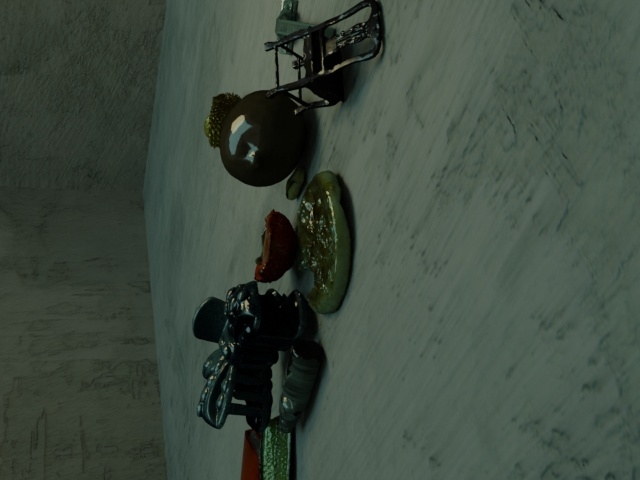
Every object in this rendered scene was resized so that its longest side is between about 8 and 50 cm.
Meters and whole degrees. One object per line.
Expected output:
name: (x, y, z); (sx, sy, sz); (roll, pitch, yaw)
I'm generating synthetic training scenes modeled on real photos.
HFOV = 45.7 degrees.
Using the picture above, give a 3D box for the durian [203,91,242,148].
durian: (-0.237, -0.310, 1.958); (0.208, 0.102, 0.146); (-76, 0, -63)

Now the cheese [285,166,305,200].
cheese: (-0.051, -0.113, 1.493); (0.083, 0.030, 0.044); (121, 166, -63)

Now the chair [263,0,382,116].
chair: (0.023, -0.294, 1.234); (0.229, 0.113, 0.106); (-11, 75, 32)

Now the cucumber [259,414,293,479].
cucumber: (-0.085, 0.443, 1.505); (0.046, 0.070, 0.220); (45, -136, -75)

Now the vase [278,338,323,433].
vase: (-0.045, 0.276, 1.397); (0.060, 0.060, 0.211); (-113, 31, -50)

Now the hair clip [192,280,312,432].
hair clip: (-0.136, 0.209, 1.475); (0.310, 0.194, 0.206); (-67, 29, 19)

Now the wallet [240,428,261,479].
wallet: (-0.149, 0.546, 1.702); (0.142, 0.045, 0.204); (-144, 58, -70)

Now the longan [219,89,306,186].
longan: (-0.109, -0.197, 1.461); (0.189, 0.189, 0.189); (-179, 90, -71)

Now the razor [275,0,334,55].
razor: (-0.042, -0.402, 1.444); (0.278, 0.056, 0.111); (-135, 51, -65)

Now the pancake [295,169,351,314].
pancake: (0.000, 0.000, 1.324); (0.253, 0.037, 0.254); (179, 90, -73)

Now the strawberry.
strawberry: (-0.083, 0.011, 1.468); (0.187, 0.082, 0.146); (179, 94, -85)
